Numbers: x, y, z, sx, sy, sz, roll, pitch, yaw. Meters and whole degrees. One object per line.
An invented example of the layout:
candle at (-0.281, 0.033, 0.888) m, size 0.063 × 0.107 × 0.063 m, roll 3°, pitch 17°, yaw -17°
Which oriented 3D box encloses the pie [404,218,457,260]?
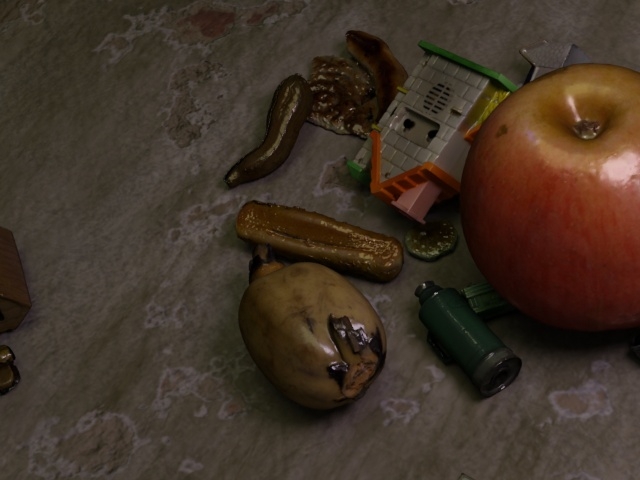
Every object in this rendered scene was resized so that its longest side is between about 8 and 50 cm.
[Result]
pie at (0.172, -0.003, 1.842) m, size 0.084 × 0.020 × 0.084 m, roll -8°, pitch 49°, yaw 9°

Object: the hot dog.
hot dog at (0.000, 0.001, 1.860) m, size 0.289 × 0.068 × 0.083 m, roll 16°, pitch 81°, yaw 22°

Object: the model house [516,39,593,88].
model house at (0.382, -0.270, 1.966) m, size 0.100 × 0.088 × 0.100 m, roll 12°, pitch 77°, yaw 43°

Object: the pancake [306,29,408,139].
pancake at (0.075, -0.276, 2.070) m, size 0.257 × 0.056 × 0.212 m, roll 23°, pitch 64°, yaw 30°

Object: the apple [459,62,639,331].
apple at (0.372, -0.065, 1.612) m, size 0.364 × 0.364 × 0.363 m, roll -8°, pitch 50°, yaw 10°

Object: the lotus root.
lotus root at (-0.029, 0.114, 1.708) m, size 0.183 × 0.182 × 0.310 m, roll -34°, pitch 49°, yaw -12°

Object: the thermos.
thermos at (0.201, 0.132, 1.683) m, size 0.073 × 0.083 × 0.187 m, roll -28°, pitch 53°, yaw -16°

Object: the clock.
clock at (0.179, -0.160, 1.859) m, size 0.255 × 0.106 × 0.220 m, roll -56°, pitch 38°, yaw 4°

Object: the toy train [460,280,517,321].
toy train at (0.252, 0.086, 1.735) m, size 0.093 × 0.038 × 0.056 m, roll -17°, pitch 55°, yaw 2°

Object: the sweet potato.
sweet potato at (-0.077, -0.179, 2.019) m, size 0.081 × 0.062 × 0.233 m, roll 23°, pitch 77°, yaw 31°

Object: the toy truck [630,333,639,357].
toy truck at (0.490, 0.131, 1.613) m, size 0.123 × 0.052 × 0.062 m, roll -32°, pitch 85°, yaw -10°

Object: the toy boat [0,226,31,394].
toy boat at (-0.574, 0.050, 1.945) m, size 0.162 × 0.136 × 0.445 m, roll -22°, pitch 48°, yaw -9°

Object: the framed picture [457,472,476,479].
framed picture at (0.235, 0.439, 1.455) m, size 0.293 × 0.018 × 0.231 m, roll 24°, pitch 62°, yaw 30°
